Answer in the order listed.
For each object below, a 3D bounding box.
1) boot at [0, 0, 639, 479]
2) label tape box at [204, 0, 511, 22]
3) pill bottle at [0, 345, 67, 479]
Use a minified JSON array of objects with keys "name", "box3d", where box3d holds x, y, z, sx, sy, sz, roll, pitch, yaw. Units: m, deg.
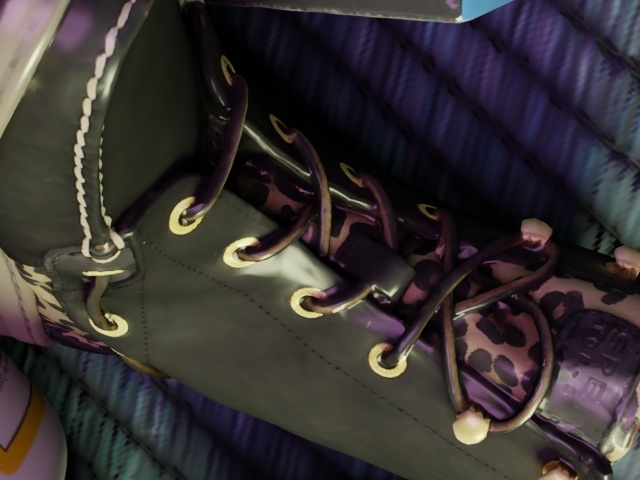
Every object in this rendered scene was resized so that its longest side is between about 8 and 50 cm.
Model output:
[{"name":"boot","box3d":[0.000,0.000,0.762,0.284,0.138,0.377,22,158,0]},{"name":"label tape box","box3d":[0.015,-0.218,0.770,0.334,0.106,0.240,6,116,12]},{"name":"pill bottle","box3d":[-0.241,0.086,0.895,0.188,0.188,0.334,-31,110,22]}]
